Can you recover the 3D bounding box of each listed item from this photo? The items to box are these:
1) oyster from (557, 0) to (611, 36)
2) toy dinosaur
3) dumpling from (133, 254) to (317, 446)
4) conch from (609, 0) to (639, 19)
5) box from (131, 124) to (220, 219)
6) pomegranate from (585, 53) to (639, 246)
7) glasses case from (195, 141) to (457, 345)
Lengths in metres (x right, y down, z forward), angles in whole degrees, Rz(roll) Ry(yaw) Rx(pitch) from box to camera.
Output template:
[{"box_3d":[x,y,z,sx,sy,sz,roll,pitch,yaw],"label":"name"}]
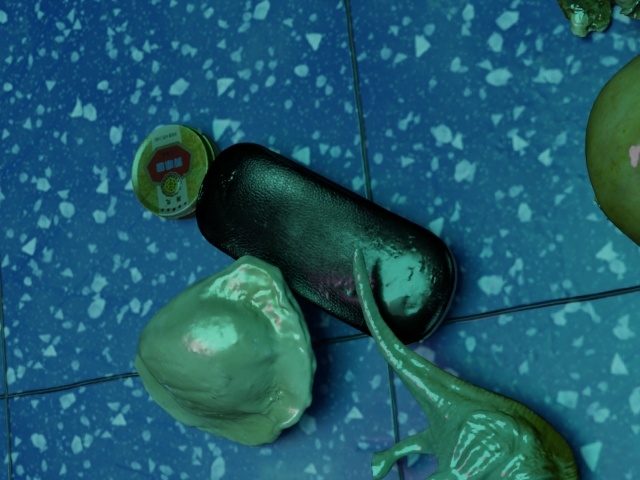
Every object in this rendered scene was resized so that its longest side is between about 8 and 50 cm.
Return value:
[{"box_3d":[0.251,-0.242,1.253,0.051,0.034,0.093,-18,70,17],"label":"oyster"},{"box_3d":[0.120,0.188,1.217,0.205,0.092,0.393,-25,74,14],"label":"toy dinosaur"},{"box_3d":[-0.098,0.131,1.341,0.252,0.131,0.179,-37,89,35],"label":"dumpling"},{"box_3d":[0.303,-0.265,1.164,0.155,0.207,0.130,-12,121,21],"label":"conch"},{"box_3d":[-0.158,-0.075,1.445,0.105,0.037,0.105,-4,81,28],"label":"box"},{"box_3d":[0.315,-0.073,1.109,0.191,0.191,0.191,-4,81,28],"label":"pomegranate"},{"box_3d":[0.000,0.000,1.327,0.314,0.075,0.122,28,96,29],"label":"glasses case"}]
